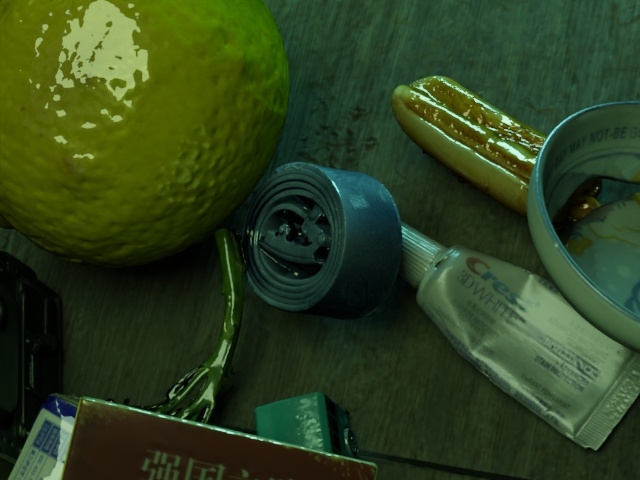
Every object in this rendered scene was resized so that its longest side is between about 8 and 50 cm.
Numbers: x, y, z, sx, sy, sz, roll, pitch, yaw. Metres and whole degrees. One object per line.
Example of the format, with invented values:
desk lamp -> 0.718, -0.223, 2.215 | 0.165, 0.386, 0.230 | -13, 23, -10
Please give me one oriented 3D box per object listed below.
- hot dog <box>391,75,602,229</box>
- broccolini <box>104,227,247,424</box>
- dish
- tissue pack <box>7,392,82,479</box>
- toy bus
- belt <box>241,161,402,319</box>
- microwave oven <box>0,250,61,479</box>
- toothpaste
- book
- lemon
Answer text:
hot dog -> 0.166, -0.076, 1.688 | 0.249, 0.102, 0.076 | 33, 124, 31
broccolini -> -0.140, 0.114, 1.719 | 0.123, 0.062, 0.271 | 15, 86, 12
dish -> 0.293, 0.020, 1.569 | 0.273, 0.134, 0.273 | 11, 49, -13
tissue pack -> -0.202, 0.297, 1.606 | 0.209, 0.137, 0.270 | 25, 90, 8
toy bus -> -0.010, 0.226, 1.618 | 0.079, 0.092, 0.160 | -15, 63, 15
belt -> 0.000, 0.000, 1.682 | 0.190, 0.082, 0.141 | 17, 95, 57
microwave oven -> -0.465, 0.097, 1.671 | 0.333, 0.394, 0.247 | -13, 64, 15
toothpaste -> 0.169, 0.074, 1.640 | 0.282, 0.068, 0.099 | 35, 111, 23
book -> -0.119, 0.342, 1.519 | 0.262, 0.028, 0.374 | 13, 91, -4
lemon -> -0.189, -0.137, 1.727 | 0.336, 0.336, 0.336 | -8, 65, 17
